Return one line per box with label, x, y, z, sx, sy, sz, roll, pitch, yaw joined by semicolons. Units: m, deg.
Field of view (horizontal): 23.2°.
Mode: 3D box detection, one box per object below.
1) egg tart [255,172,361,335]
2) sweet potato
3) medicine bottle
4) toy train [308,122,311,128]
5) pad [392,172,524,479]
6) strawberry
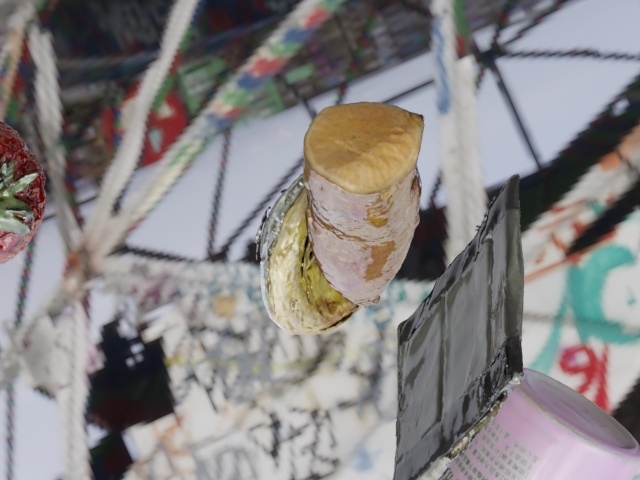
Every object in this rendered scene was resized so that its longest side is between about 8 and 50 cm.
egg tart;0.000;0.000;1.837;0.094;0.234;0.234;22;-147;35
sweet potato;0.044;-0.026;1.638;0.131;0.131;0.336;-24;156;-10
medicine bottle;0.206;0.302;1.724;0.290;0.178;0.178;-58;175;13
toy train;0.031;-0.106;1.986;0.050;0.081;0.122;-22;155;34
pad;0.101;0.081;1.148;0.022;0.174;0.233;14;143;-13
strawberry;-0.313;-0.049;1.427;0.131;0.131;0.148;-25;-151;-16
